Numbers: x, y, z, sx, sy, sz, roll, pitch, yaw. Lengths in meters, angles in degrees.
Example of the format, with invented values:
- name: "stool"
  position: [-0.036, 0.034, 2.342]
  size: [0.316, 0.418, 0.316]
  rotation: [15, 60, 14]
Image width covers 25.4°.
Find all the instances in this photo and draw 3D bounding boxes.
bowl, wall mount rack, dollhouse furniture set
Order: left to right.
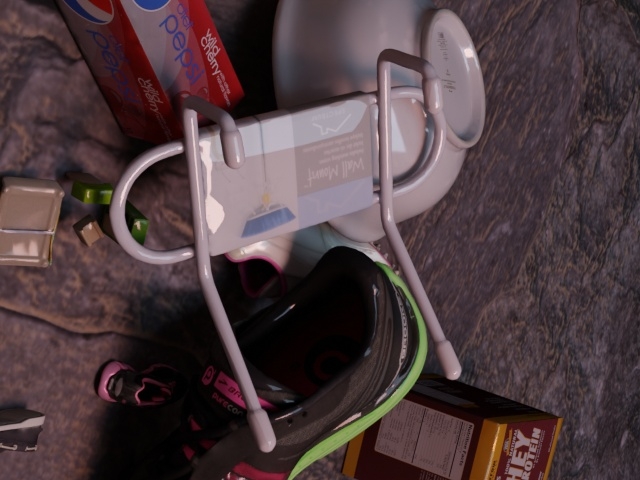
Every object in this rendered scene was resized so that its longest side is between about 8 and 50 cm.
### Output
- name: "dollhouse furniture set"
  position: [-0.228, -0.021, 1.237]
  size: [0.151, 0.058, 0.076]
  rotation: [2, 110, -37]
- name: "wall mount rack"
  position: [0.000, 0.000, 1.263]
  size: [0.350, 0.130, 0.304]
  rotation: [-17, 117, -26]
- name: "bowl"
  position: [0.081, -0.152, 1.446]
  size: [0.298, 0.134, 0.298]
  rotation: [29, 57, -57]

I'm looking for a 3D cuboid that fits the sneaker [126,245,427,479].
- name: "sneaker"
  position: [-0.093, 0.189, 1.351]
  size: [0.483, 0.185, 0.202]
  rotation: [-51, 146, -21]

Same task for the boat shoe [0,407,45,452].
- name: "boat shoe"
  position: [-0.285, 0.169, 1.218]
  size: [0.125, 0.046, 0.038]
  rotation: [0, 99, -65]

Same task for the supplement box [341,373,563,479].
- name: "supplement box"
  position: [0.169, 0.259, 1.796]
  size: [0.191, 0.194, 0.129]
  rotation: [6, 99, -57]

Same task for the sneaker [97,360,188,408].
- name: "sneaker"
  position: [-0.161, 0.146, 1.380]
  size: [0.119, 0.057, 0.047]
  rotation: [9, 94, -58]

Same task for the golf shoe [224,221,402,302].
- name: "golf shoe"
  position: [-0.019, 0.022, 1.506]
  size: [0.140, 0.115, 0.306]
  rotation: [-55, 136, -12]

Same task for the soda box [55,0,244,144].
- name: "soda box"
  position: [-0.158, -0.199, 1.198]
  size: [0.083, 0.092, 0.263]
  rotation: [-53, 142, -27]
